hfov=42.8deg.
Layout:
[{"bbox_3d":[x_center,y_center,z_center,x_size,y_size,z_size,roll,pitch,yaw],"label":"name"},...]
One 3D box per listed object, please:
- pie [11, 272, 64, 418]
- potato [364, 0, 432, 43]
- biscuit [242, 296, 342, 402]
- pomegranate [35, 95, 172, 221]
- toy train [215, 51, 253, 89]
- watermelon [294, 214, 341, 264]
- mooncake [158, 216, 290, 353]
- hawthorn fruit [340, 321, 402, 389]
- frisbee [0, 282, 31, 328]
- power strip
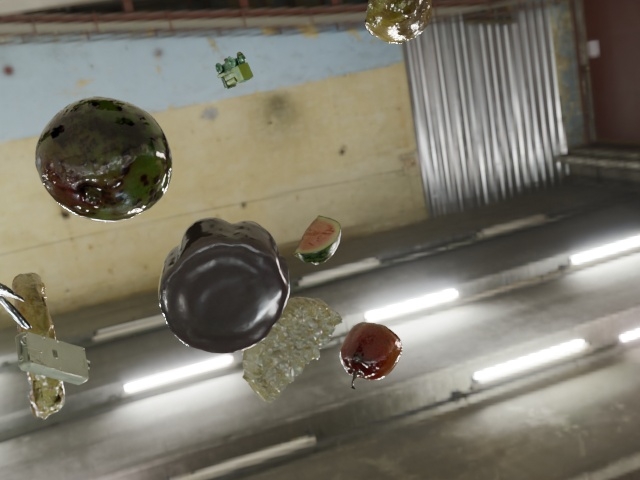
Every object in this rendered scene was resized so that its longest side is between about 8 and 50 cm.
[{"bbox_3d":[-0.649,0.235,1.878,0.083,0.340,0.339,-9,-168,-18],"label":"pie"},{"bbox_3d":[0.171,-0.460,1.610,0.081,0.164,0.200,38,-171,19],"label":"potato"},{"bbox_3d":[-0.083,0.232,1.950,0.281,0.179,0.084,-45,-147,-20],"label":"biscuit"},{"bbox_3d":[-0.389,-0.160,1.534,0.242,0.243,0.306,-8,-164,7],"label":"pomegranate"},{"bbox_3d":[-0.231,-0.454,2.180,0.050,0.081,0.122,-33,-167,-37],"label":"toy train"},{"bbox_3d":[0.007,0.011,1.925,0.086,0.069,0.163,6,-143,22],"label":"watermelon"},{"bbox_3d":[-0.174,0.078,1.477,0.244,0.245,0.133,-10,-149,-1],"label":"mooncake"},{"bbox_3d":[0.126,0.314,2.189,0.156,0.157,0.194,2,-132,42],"label":"hawthorn fruit"},{"bbox_3d":[-0.497,0.072,1.230,0.187,0.211,0.012,-3,-133,53],"label":"frisbee"},{"bbox_3d":[-0.553,0.244,1.690,0.035,0.082,0.192,-28,151,17],"label":"power strip"}]
